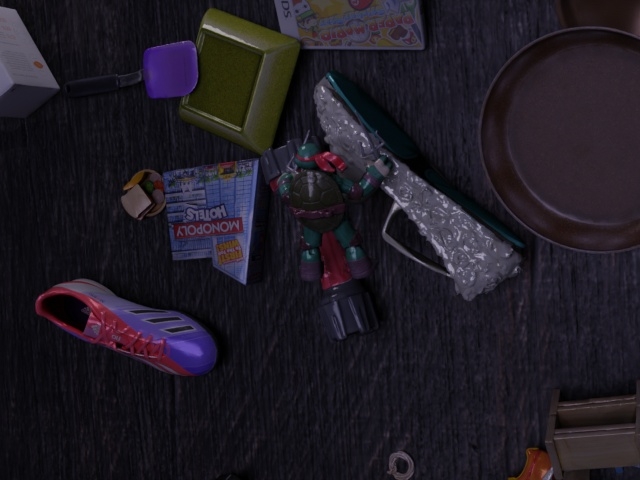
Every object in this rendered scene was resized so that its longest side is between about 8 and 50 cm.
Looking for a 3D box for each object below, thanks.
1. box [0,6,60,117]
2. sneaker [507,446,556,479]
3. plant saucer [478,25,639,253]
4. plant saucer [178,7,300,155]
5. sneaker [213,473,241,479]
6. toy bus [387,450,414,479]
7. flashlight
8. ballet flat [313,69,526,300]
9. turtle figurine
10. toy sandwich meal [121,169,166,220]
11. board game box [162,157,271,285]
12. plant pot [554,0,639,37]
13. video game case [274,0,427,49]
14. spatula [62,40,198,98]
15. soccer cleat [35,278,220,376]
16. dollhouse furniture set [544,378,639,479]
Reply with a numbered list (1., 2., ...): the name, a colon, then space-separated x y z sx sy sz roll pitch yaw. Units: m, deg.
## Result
1. box: -0.542 -0.301 1.778 0.091 0.130 0.171 -33 81 21
2. sneaker: 0.292 0.379 1.529 0.067 0.064 0.175 30 100 38
3. plant saucer: 0.365 -0.134 1.420 0.310 0.050 0.311 11 115 24
4. plant saucer: -0.139 -0.246 1.640 0.188 0.045 0.188 26 107 28
5. sneaker: -0.182 0.460 1.721 0.094 0.081 0.208 46 116 6
6. toy bus: 0.092 0.452 1.584 0.191 0.104 0.202 -37 80 20
7. flashlight: 0.000 0.000 1.584 0.103 0.103 0.304 -15 82 -15
8. ballet flat: 0.111 -0.071 1.515 0.409 0.147 0.147 45 109 14
9. turtle figurine: 0.005 -0.059 1.455 0.175 0.118 0.234 6 119 31
10. toy sandwich meal: -0.290 -0.076 1.744 0.085 0.029 0.086 2 95 23
11. board game box: -0.161 -0.023 1.678 0.194 0.060 0.194 -6 91 23
12. plant pot: 0.430 -0.311 1.354 0.237 0.237 0.110 28 66 18
13. video game case: 0.033 -0.371 1.532 0.226 0.026 0.206 4 130 22
14. spatula: -0.315 -0.260 1.717 0.296 0.030 0.084 -4 92 37
15. soccer cleat: -0.315 0.148 1.724 0.318 0.116 0.109 21 102 20
16. dollhouse furniture set: 0.395 0.304 1.454 0.129 0.129 0.184 -9 115 22
